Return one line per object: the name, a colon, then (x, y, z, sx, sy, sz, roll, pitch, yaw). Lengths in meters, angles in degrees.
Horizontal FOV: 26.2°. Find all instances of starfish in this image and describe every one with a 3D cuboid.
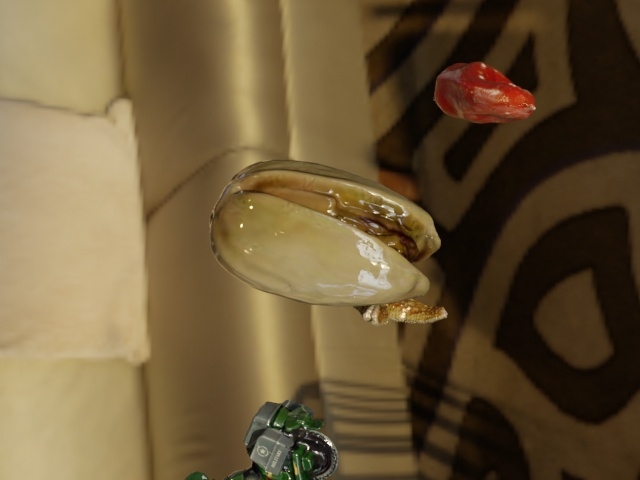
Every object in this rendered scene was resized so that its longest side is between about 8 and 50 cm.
starfish: (0.041, 0.058, 1.667, 0.240, 0.227, 0.043, -66, -4, -84)

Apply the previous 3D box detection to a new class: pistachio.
pistachio: (0.000, 0.000, 1.199, 0.131, 0.206, 0.129, 94, -166, -58)

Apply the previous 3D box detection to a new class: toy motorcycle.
toy motorcycle: (-0.086, 0.327, 1.856, 0.274, 0.187, 0.125, -67, -7, 29)

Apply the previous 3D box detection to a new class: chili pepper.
chili pepper: (0.135, -0.127, 1.176, 0.050, 0.059, 0.191, -64, 22, 0)
